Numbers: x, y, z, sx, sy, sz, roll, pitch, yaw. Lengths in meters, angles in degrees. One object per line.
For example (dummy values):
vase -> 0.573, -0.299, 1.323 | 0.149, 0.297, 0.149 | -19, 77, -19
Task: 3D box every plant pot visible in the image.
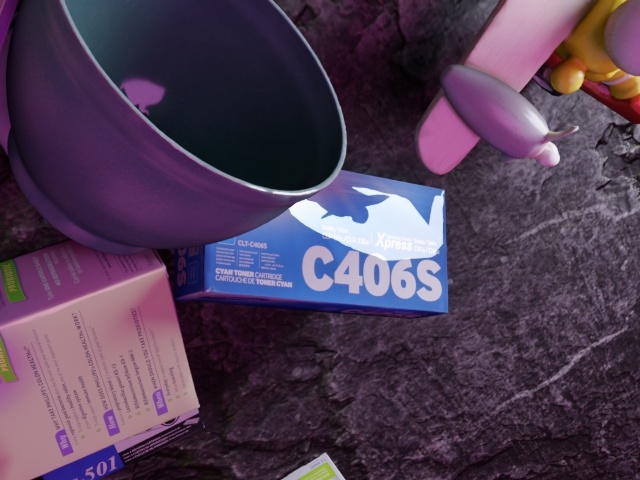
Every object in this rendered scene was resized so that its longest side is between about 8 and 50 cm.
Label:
plant pot -> -0.149, -0.107, 0.754 | 0.293, 0.293, 0.196 | 22, 132, -38

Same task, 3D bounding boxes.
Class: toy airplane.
toy airplane -> 0.287, -0.274, 0.955 | 0.384, 0.272, 0.386 | -14, 125, -23

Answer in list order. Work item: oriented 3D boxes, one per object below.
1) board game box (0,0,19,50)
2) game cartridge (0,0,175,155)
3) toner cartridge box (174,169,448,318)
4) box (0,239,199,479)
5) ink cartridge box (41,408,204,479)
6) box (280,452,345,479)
board game box -> -0.312, -0.218, 0.612 | 0.056, 0.347, 0.208 | -25, 136, 32
game cartridge -> -0.194, -0.171, 0.878 | 0.294, 0.060, 0.196 | -29, 126, -12
toner cartridge box -> 0.000, 0.000, 1.032 | 0.347, 0.075, 0.165 | 7, 76, -34
box -> -0.283, 0.125, 0.967 | 0.243, 0.117, 0.214 | -21, 127, -19
ink cartridge box -> -0.260, 0.240, 1.099 | 0.207, 0.046, 0.097 | -24, 127, -16
box -> 0.020, 0.439, 1.286 | 0.114, 0.203, 0.103 | -28, 129, -13
